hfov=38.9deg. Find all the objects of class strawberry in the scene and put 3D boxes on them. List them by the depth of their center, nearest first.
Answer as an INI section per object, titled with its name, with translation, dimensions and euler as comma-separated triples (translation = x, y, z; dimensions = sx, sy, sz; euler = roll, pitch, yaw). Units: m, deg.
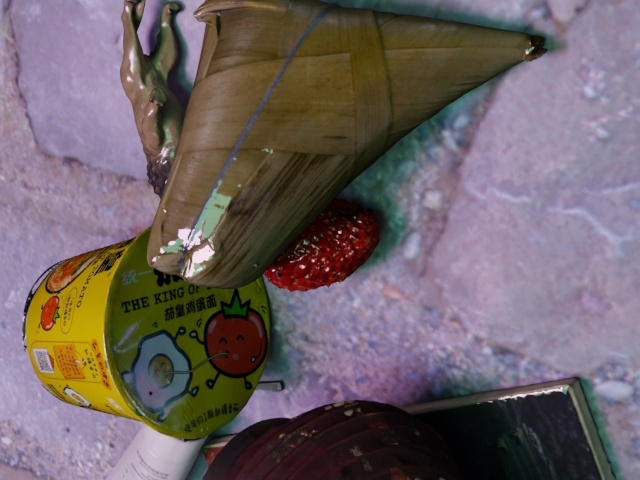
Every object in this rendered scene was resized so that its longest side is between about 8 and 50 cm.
[strawberry]
translation = 0.000, 0.000, 0.722
dimensions = 0.096, 0.083, 0.083
euler = -13, 101, 27

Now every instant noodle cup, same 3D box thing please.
[instant noodle cup]
translation = -0.155, 0.075, 0.777
dimensions = 0.144, 0.182, 0.182
euler = -7, 103, 39

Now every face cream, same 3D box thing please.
[face cream]
translation = -0.173, 0.236, 0.904
dimensions = 0.092, 0.058, 0.244
euler = 39, 129, 9

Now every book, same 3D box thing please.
[book]
translation = 0.086, 0.271, 0.797
dimensions = 0.374, 0.028, 0.263
euler = -17, 99, 30

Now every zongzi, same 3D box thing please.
[zongzi]
translation = 0.016, -0.060, 0.646
dimensions = 0.256, 0.115, 0.228
euler = 10, 79, 14

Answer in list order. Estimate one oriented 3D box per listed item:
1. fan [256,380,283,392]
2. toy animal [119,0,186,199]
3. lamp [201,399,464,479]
[fan]
translation = -0.111, 0.138, 0.865
dimensions = 0.175, 0.005, 0.113
euler = -4, 105, 28
[toy animal]
translation = -0.129, -0.125, 0.749
dimensions = 0.086, 0.069, 0.220
euler = 5, 108, 46
[lamp]
translation = 0.017, 0.238, 0.673
dimensions = 0.247, 0.247, 0.247
euler = 9, 111, 25
